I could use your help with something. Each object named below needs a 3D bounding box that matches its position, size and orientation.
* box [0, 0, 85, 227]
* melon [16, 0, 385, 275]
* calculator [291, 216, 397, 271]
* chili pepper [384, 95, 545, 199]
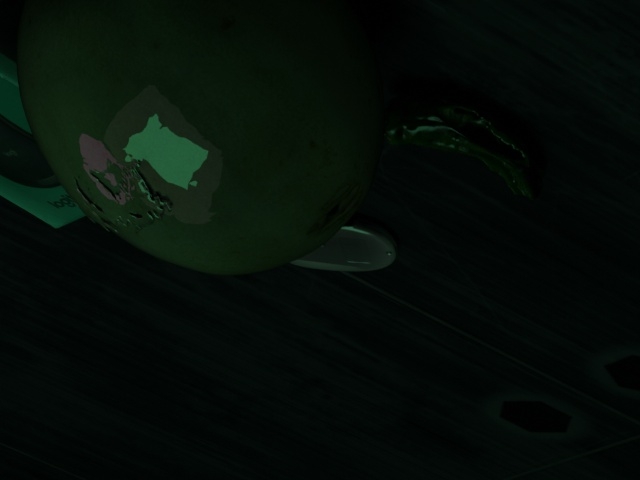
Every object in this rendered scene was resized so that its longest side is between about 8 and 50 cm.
[{"bbox_3d":[-0.297,-0.148,1.444,0.311,0.118,0.205,34,145,-30],"label":"box"},{"bbox_3d":[-0.098,-0.123,1.234,0.268,0.268,0.330,-7,136,36],"label":"melon"},{"bbox_3d":[0.000,0.000,1.650,0.166,0.024,0.103,5,150,17],"label":"calculator"},{"bbox_3d":[0.140,-0.085,1.404,0.182,0.050,0.073,27,143,-24],"label":"chili pepper"}]
